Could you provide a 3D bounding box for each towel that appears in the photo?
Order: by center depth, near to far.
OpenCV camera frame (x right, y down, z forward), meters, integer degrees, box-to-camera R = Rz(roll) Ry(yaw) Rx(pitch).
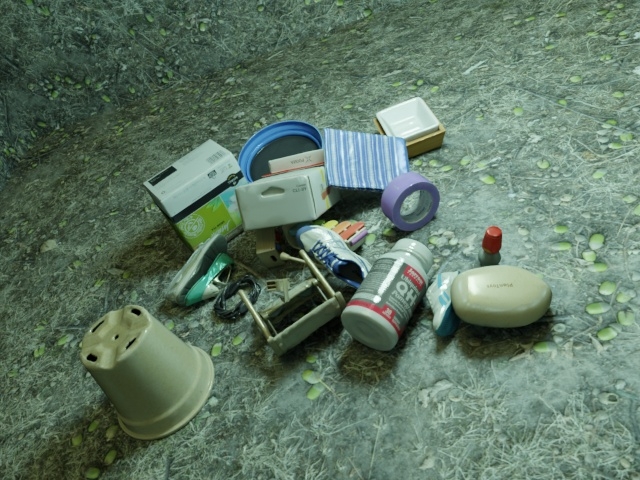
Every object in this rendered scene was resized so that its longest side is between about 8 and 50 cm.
[{"bbox_3d":[0.176,-0.294,2.000,0.336,0.040,0.243,3,70,-19],"label":"towel"}]

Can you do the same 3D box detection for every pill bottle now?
[{"bbox_3d":[0.209,0.149,1.590,0.176,0.176,0.318,12,52,35],"label":"pill bottle"}]

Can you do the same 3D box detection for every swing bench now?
[{"bbox_3d":[-0.079,0.211,1.682,0.253,0.165,0.254,-32,46,-10],"label":"swing bench"}]

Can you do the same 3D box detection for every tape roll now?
[{"bbox_3d":[0.307,-0.133,1.842,0.189,0.189,0.080,-30,41,-7],"label":"tape roll"}]

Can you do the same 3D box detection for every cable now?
[{"bbox_3d":[-0.291,0.198,1.896,0.151,0.047,0.184,4,50,37],"label":"cable"}]

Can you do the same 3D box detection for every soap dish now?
[{"bbox_3d":[0.364,-0.457,2.229,0.229,0.118,0.290,-21,40,5],"label":"soap dish"}]

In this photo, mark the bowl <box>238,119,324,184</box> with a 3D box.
[{"bbox_3d":[-0.166,-0.361,2.363,0.391,0.077,0.391,-9,54,12],"label":"bowl"}]

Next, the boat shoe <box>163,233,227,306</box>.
[{"bbox_3d":[-0.464,0.101,2.029,0.103,0.118,0.320,12,58,30],"label":"boat shoe"}]

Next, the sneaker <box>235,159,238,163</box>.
[{"bbox_3d":[-0.418,-0.319,2.369,0.103,0.252,0.111,7,74,-20],"label":"sneaker"}]

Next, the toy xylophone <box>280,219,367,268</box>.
[{"bbox_3d":[0.000,0.000,1.895,0.323,0.081,0.236,7,31,29],"label":"toy xylophone"}]

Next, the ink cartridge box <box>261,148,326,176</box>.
[{"bbox_3d":[-0.074,-0.312,2.111,0.275,0.060,0.239,-9,9,18],"label":"ink cartridge box"}]

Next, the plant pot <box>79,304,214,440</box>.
[{"bbox_3d":[-0.535,0.371,1.614,0.334,0.305,0.333,-14,41,12],"label":"plant pot"}]

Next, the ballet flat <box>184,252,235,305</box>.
[{"bbox_3d":[-0.391,0.150,1.965,0.087,0.083,0.247,27,56,9],"label":"ballet flat"}]

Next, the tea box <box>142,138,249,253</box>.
[{"bbox_3d":[-0.458,-0.162,2.150,0.329,0.323,0.220,-38,41,-15],"label":"tea box"}]

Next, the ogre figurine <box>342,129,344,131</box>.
[{"bbox_3d":[0.096,-0.399,2.297,0.097,0.118,0.197,-42,43,-20],"label":"ogre figurine"}]

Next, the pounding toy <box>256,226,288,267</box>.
[{"bbox_3d":[-0.162,0.019,1.971,0.100,0.141,0.130,-14,55,13],"label":"pounding toy"}]

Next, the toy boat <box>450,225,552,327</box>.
[{"bbox_3d":[0.498,0.116,1.521,0.268,0.148,0.318,0,48,8],"label":"toy boat"}]

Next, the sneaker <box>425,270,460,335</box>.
[{"bbox_3d":[0.352,0.185,1.561,0.092,0.087,0.228,-9,35,32],"label":"sneaker"}]

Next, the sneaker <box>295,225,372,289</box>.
[{"bbox_3d":[0.046,0.049,1.708,0.296,0.131,0.111,33,101,7],"label":"sneaker"}]

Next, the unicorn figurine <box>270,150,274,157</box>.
[{"bbox_3d":[-0.193,-0.387,2.472,0.162,0.060,0.111,-2,45,24],"label":"unicorn figurine"}]

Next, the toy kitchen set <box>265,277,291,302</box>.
[{"bbox_3d":[-0.134,0.151,1.599,0.075,0.068,0.083,-7,-2,17],"label":"toy kitchen set"}]

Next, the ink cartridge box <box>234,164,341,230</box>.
[{"bbox_3d":[-0.108,-0.166,1.980,0.279,0.160,0.385,-9,11,17],"label":"ink cartridge box"}]
